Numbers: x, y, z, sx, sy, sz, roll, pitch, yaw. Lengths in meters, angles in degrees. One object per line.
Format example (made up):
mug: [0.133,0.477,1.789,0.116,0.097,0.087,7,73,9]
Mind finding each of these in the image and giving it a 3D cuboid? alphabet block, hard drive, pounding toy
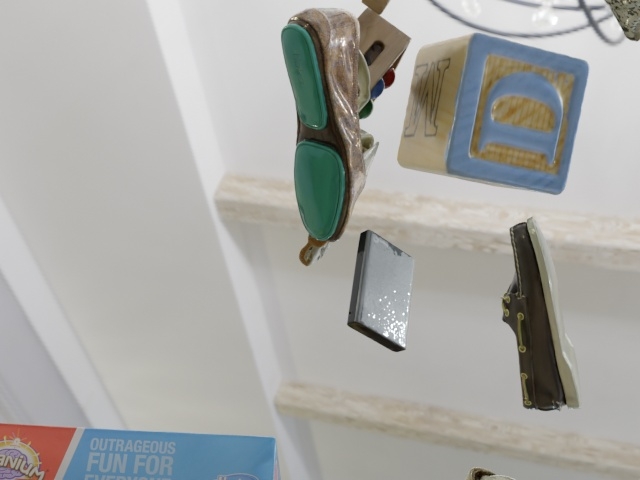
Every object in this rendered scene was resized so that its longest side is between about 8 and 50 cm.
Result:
alphabet block: [0.243,-0.179,1.219,0.192,0.194,0.197,11,4,-17]
hard drive: [0.080,0.065,1.089,0.094,0.135,0.022,32,-37,-32]
pounding toy: [0.080,-0.278,1.218,0.094,0.181,0.206,36,-25,3]

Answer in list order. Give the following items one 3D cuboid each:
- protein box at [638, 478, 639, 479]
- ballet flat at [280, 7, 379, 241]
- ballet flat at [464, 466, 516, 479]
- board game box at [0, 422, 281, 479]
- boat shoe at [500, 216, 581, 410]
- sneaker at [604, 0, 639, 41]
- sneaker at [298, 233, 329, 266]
protein box: [0.217,0.201,0.367,0.199,0.201,0.136,38,-65,19]
ballet flat: [0.024,-0.144,1.071,0.107,0.106,0.316,30,-43,38]
ballet flat: [0.231,0.292,0.903,0.168,0.057,0.052,15,-54,24]
board game box: [-0.153,0.246,0.747,0.242,0.064,0.317,3,-30,0]
boat shoe: [0.239,0.088,0.949,0.068,0.081,0.228,-11,-80,22]
sneaker: [0.413,-0.279,0.766,0.410,0.158,0.182,7,-45,59]
sneaker: [0.000,0.000,1.184,0.032,0.037,0.083,50,-51,16]
